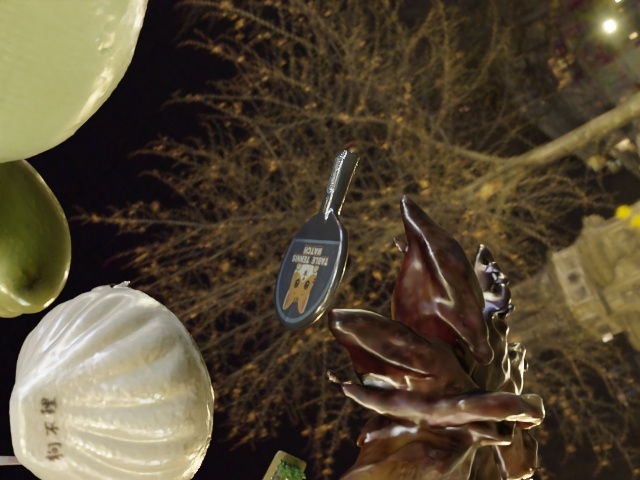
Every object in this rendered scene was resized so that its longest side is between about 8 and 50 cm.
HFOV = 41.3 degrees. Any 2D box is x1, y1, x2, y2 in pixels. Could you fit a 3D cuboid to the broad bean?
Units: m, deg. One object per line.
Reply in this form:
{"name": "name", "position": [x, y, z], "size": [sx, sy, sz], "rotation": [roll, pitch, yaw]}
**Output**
{"name": "broad bean", "position": [-0.458, -0.018, 1.238], "size": [0.189, 0.121, 0.263], "rotation": [-35, -65, -43]}

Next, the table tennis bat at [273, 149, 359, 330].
{"name": "table tennis bat", "position": [0.000, 0.000, 1.065], "size": [0.027, 0.150, 0.236], "rotation": [22, -98, -28]}

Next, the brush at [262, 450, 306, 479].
{"name": "brush", "position": [-0.100, 0.445, 1.234], "size": [0.054, 0.282, 0.048], "rotation": [29, 174, -12]}

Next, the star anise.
{"name": "star anise", "position": [0.098, 0.103, 0.530], "size": [0.272, 0.102, 0.272], "rotation": [6, -97, -52]}

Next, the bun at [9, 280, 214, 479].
{"name": "bun", "position": [-0.267, 0.190, 0.957], "size": [0.175, 0.263, 0.263], "rotation": [-15, -103, -55]}

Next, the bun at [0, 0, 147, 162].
{"name": "bun", "position": [-0.238, -0.184, 0.467], "size": [0.293, 0.293, 0.187], "rotation": [31, -142, -45]}

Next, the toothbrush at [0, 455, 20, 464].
{"name": "toothbrush", "position": [-0.420, 0.342, 1.320], "size": [0.017, 0.194, 0.014], "rotation": [99, 171, -57]}
